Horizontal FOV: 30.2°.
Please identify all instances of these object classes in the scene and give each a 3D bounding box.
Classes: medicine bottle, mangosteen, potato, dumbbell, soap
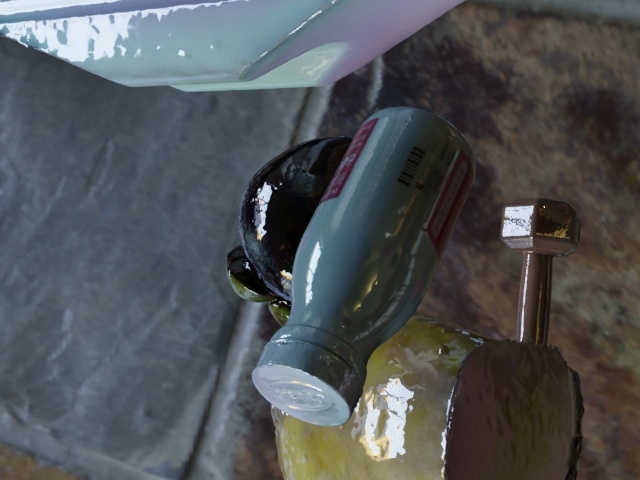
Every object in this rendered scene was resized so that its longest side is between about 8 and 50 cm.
[{"bbox_3d":[0.029,0.015,0.784,0.091,0.090,0.216,13,55,22],"label":"medicine bottle"},{"bbox_3d":[0.000,0.000,1.454,0.243,0.243,0.242,-4,78,20],"label":"mangosteen"},{"bbox_3d":[0.060,0.160,0.980,0.266,0.229,0.229,-2,78,43],"label":"potato"},{"bbox_3d":[0.232,0.069,1.289,0.082,0.092,0.230,4,83,19],"label":"dumbbell"},{"bbox_3d":[-0.052,-0.172,0.595,0.324,0.109,0.192,2,94,37],"label":"soap"}]
